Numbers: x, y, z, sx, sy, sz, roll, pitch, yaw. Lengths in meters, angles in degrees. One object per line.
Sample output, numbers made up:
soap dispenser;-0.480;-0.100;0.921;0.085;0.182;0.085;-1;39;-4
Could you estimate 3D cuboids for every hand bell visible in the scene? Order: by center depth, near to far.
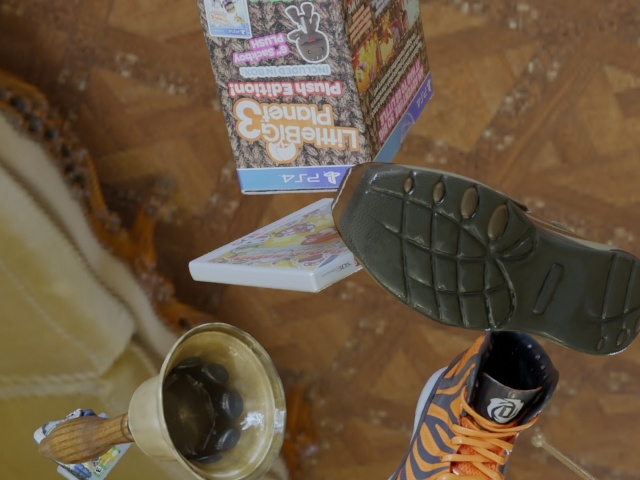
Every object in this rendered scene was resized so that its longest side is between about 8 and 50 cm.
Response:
hand bell;-0.154;0.150;1.129;0.242;0.126;0.126;-18;135;43

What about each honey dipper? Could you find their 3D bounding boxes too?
honey dipper;0.298;0.265;1.559;0.160;0.030;0.030;35;156;35

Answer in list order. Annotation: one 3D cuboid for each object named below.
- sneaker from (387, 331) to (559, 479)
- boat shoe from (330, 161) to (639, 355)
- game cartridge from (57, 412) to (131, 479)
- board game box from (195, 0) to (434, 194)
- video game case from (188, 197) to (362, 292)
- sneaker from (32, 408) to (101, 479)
sneaker;0.143;0.213;1.374;0.124;0.321;0.180;20;142;-7
boat shoe;0.142;0.014;1.215;0.324;0.120;0.123;23;99;-30
game cartridge;-0.254;0.237;1.560;0.056;0.083;0.017;40;174;-21
board game box;-0.004;-0.226;1.348;0.141;0.232;0.291;-1;118;21
video game case;0.000;0.000;1.501;0.227;0.206;0.026;4;115;52
sneaker;-0.230;0.188;1.323;0.052;0.058;0.135;41;168;-23
